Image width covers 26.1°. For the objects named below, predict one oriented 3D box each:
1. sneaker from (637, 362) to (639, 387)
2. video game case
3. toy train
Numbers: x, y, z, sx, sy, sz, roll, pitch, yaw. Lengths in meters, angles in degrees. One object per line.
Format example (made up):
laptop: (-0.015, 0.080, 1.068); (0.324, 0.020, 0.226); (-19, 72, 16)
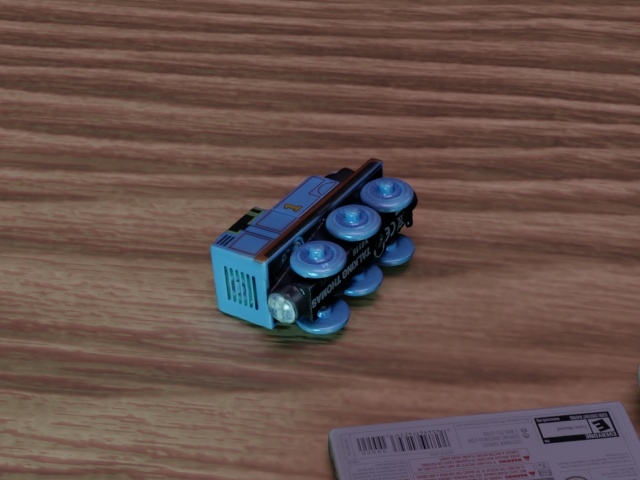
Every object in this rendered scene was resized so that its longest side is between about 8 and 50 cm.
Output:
sneaker: (0.384, 0.061, 0.914); (0.319, 0.208, 0.127); (9, 41, 7)
video game case: (0.125, 0.187, 0.889); (0.213, 0.023, 0.193); (-4, 39, -10)
toy train: (0.000, 0.000, 1.072); (0.105, 0.080, 0.184); (19, 41, 28)
